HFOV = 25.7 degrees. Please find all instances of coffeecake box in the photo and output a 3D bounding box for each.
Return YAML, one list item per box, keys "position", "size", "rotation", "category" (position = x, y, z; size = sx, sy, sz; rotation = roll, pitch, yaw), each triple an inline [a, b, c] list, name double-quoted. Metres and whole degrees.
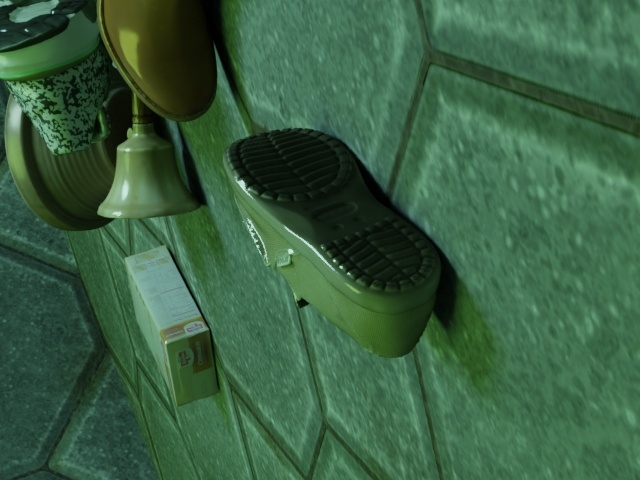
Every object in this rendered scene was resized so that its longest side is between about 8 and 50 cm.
- position: [-0.216, 0.124, 2.032]
  size: [0.142, 0.068, 0.185]
  rotation: [87, 158, -45]
  category: "coffeecake box"

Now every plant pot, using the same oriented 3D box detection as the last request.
- position: [-0.282, -0.132, 1.788]
  size: [0.109, 0.237, 0.237]
  rotation: [-2, 111, 32]
  category: "plant pot"

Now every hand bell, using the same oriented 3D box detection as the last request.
- position: [-0.216, -0.155, 1.682]
  size: [0.126, 0.126, 0.242]
  rotation: [-153, 58, -69]
  category: "hand bell"

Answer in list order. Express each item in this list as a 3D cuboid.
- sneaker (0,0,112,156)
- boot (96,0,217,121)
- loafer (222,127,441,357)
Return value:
- position: [-0.297, -0.204, 1.618]
  size: [0.410, 0.158, 0.182]
  rotation: [-89, -12, -69]
  category: "sneaker"
- position: [-0.132, -0.246, 1.274]
  size: [0.220, 0.109, 0.283]
  rotation: [-167, 67, -68]
  category: "boot"
- position: [0.000, 0.000, 1.057]
  size: [0.268, 0.102, 0.092]
  rotation: [-129, 31, -51]
  category: "loafer"
